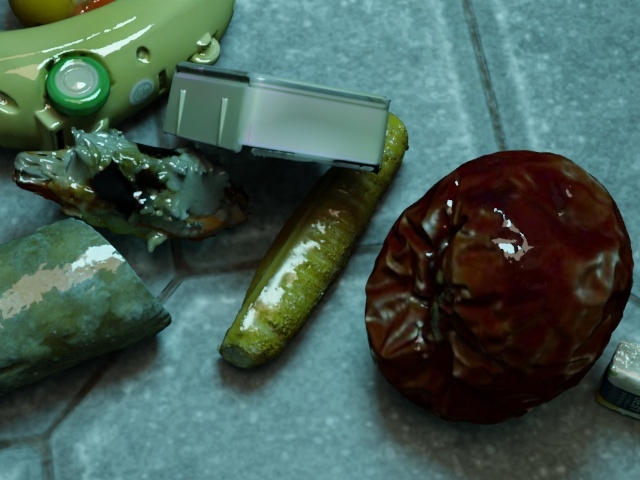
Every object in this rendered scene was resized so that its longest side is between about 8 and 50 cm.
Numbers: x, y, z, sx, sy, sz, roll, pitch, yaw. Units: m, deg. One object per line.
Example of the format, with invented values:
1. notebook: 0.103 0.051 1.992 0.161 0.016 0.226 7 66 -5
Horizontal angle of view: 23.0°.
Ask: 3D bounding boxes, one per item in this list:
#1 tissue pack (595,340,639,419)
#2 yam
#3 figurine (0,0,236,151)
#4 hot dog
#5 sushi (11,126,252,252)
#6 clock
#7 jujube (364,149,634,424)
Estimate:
1. tissue pack: 0.283 0.126 1.402 0.062 0.083 0.042 22 66 8
2. yam: -0.305 0.081 1.379 0.330 0.133 0.133 -23 67 -9
3. figurine: -0.227 -0.206 1.523 0.324 0.124 0.222 -37 68 -21
4. hot dog: 0.000 0.000 1.457 0.068 0.083 0.289 38 67 -6
5. sushi: -0.165 -0.048 1.430 0.226 0.103 0.097 6 48 -17
6. clock: -0.043 -0.112 1.422 0.147 0.192 0.071 7 96 -27
7. jujube: 0.158 0.042 1.353 0.213 0.232 0.213 16 51 -22
